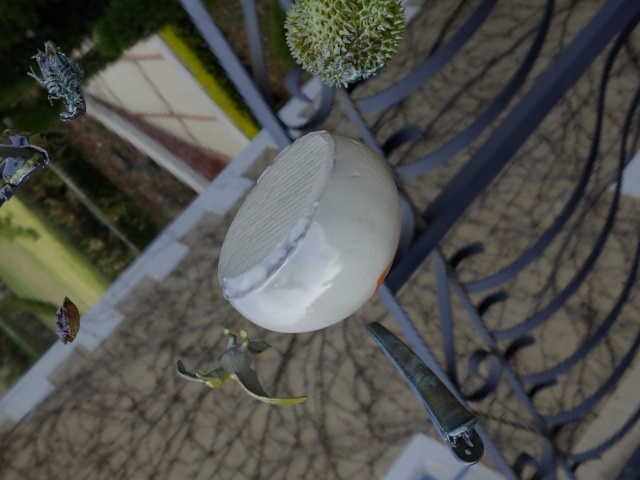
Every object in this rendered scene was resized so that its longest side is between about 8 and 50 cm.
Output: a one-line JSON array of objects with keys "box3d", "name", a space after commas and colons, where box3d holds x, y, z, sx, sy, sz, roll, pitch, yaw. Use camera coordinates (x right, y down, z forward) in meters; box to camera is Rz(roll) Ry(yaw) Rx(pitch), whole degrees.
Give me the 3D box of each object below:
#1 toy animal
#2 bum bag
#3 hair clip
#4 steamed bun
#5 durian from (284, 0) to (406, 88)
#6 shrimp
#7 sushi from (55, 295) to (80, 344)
[{"box3d": [-0.139, 0.176, 1.512, 0.219, 0.095, 0.155, 10, 167, 27], "name": "toy animal"}, {"box3d": [-0.594, -0.118, 1.874, 0.107, 0.232, 0.060, 41, 169, 9], "name": "bum bag"}, {"box3d": [0.112, 0.155, 1.167, 0.229, 0.039, 0.070, 53, 168, 46], "name": "hair clip"}, {"box3d": [0.000, 0.000, 1.789, 0.241, 0.374, 0.374, 32, 165, -19], "name": "steamed bun"}, {"box3d": [0.055, -0.465, 2.155, 0.291, 0.291, 0.224, 66, -177, -51], "name": "durian"}, {"box3d": [-0.435, -0.257, 1.709, 0.174, 0.082, 0.076, 61, -166, 28], "name": "shrimp"}, {"box3d": [-0.529, 0.170, 2.118, 0.050, 0.099, 0.047, -21, 163, 27], "name": "sushi"}]
